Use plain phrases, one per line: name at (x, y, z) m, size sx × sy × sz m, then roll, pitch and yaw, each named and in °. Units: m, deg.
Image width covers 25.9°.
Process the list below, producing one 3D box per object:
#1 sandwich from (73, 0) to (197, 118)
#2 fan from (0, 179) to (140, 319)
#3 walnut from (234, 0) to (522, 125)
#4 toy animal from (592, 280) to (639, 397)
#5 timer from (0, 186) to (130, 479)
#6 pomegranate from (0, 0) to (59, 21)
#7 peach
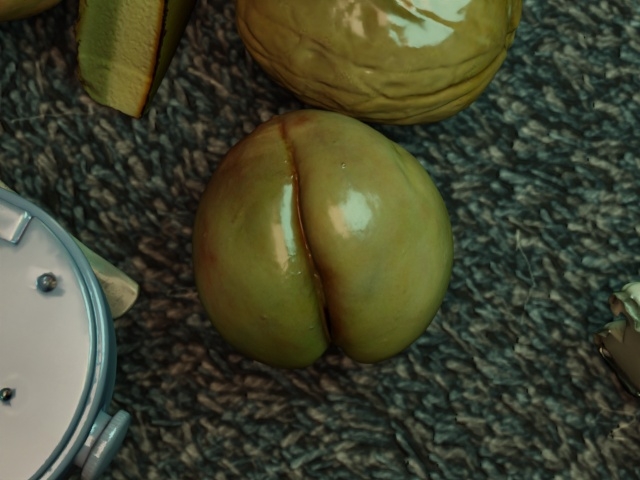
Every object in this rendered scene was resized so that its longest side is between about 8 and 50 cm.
sandwich at (-0.200, -0.281, 1.605) m, size 0.108 × 0.220 × 0.186 m, roll 22°, pitch 48°, yaw 1°
fan at (-0.321, -0.019, 1.619) m, size 0.282 × 0.023 × 0.057 m, roll 45°, pitch 86°, yaw -1°
walnut at (0.063, -0.267, 1.542) m, size 0.313 × 0.252 × 0.277 m, roll 21°, pitch 85°, yaw 8°
toy animal at (0.500, 0.056, 1.584) m, size 0.357 × 0.194 × 0.258 m, roll -31°, pitch 78°, yaw -13°
timer at (-0.374, 0.131, 1.409) m, size 0.395 × 0.173 × 0.395 m, roll 1°, pitch 78°, yaw -4°
pomegranate at (-0.399, -0.358, 1.506) m, size 0.338 × 0.338 × 0.338 m, roll 0°, pitch 86°, yaw -3°
peach at (-0.001, 0.000, 1.524) m, size 0.292 × 0.247 × 0.292 m, roll 2°, pitch 96°, yaw 16°
